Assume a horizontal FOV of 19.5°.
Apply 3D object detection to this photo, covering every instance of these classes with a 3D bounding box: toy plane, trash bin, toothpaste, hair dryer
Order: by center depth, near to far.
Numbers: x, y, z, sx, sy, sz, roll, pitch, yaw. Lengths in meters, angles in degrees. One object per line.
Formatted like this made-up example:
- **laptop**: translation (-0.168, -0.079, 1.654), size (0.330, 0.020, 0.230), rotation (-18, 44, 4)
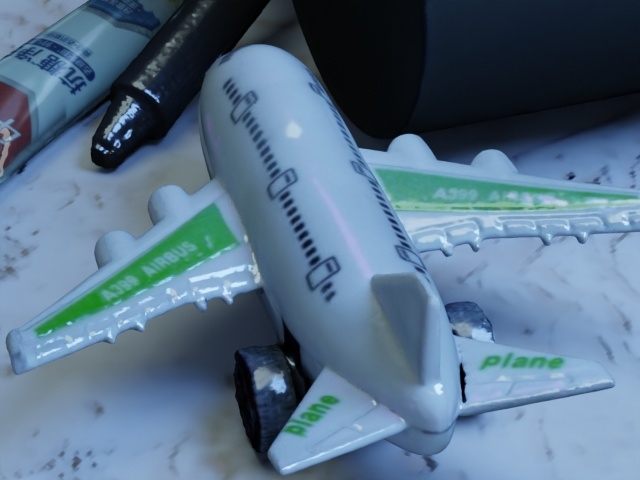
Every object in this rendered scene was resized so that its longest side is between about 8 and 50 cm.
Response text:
- **toy plane**: translation (0.000, 0.004, 0.699), size (0.251, 0.101, 0.255), rotation (-12, 33, -14)
- **trash bin**: translation (0.162, -0.162, 0.829), size (0.334, 0.214, 0.214), rotation (-16, 38, -18)
- **hair dryer**: translation (-0.024, -0.114, 0.889), size (0.114, 0.070, 0.248), rotation (37, 57, -6)
- **toothpaste**: translation (-0.105, -0.095, 0.893), size (0.062, 0.039, 0.239), rotation (25, 45, 22)
